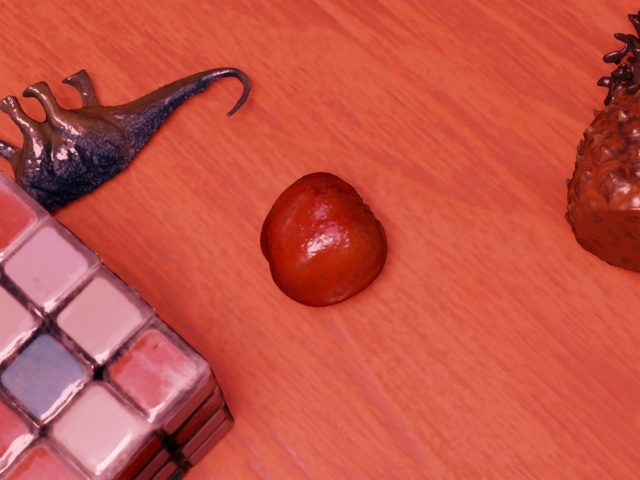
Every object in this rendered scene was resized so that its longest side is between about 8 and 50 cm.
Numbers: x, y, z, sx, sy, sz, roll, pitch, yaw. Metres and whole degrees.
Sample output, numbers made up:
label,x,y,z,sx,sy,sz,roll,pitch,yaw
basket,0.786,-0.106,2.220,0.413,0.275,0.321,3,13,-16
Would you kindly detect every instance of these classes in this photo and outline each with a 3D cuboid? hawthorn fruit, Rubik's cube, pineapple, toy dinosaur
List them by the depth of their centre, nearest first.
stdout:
label,x,y,z,sx,sy,sz,roll,pitch,yaw
Rubik's cube,-0.252,0.142,0.990,0.259,0.256,0.253,43,77,12
hawthorn fruit,0.000,0.000,1.104,0.128,0.128,0.128,0,73,2
pineapple,0.330,-0.112,1.123,0.157,0.158,0.279,15,63,6
toy dinosaur,-0.247,-0.096,1.160,0.363,0.076,0.147,-38,95,-8
